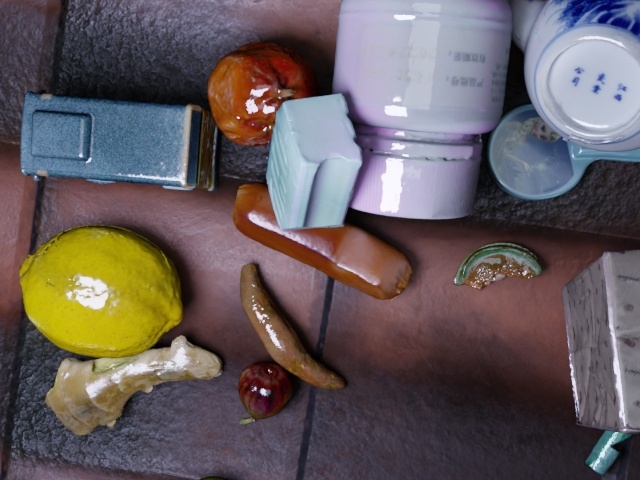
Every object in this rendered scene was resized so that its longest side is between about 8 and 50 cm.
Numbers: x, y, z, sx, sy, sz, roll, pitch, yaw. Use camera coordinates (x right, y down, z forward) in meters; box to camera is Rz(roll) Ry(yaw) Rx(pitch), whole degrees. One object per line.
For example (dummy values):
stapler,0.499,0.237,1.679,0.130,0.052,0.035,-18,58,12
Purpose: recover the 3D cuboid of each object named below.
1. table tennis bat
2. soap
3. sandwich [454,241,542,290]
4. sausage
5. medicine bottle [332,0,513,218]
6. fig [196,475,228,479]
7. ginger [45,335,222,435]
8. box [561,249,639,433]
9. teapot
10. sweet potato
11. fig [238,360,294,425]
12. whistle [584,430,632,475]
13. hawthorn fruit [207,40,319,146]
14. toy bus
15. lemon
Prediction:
table tennis bat,0.373,-0.136,1.164,0.237,0.038,0.149,0,88,7
soap,-0.016,-0.095,1.058,0.091,0.230,0.145,-7,61,-14
sandwich,0.270,0.038,1.185,0.135,0.029,0.067,-16,91,6
sausage,0.000,0.000,1.182,0.300,0.083,0.089,27,57,1
medicine bottle,0.135,-0.196,1.079,0.241,0.241,0.302,6,103,5
fig,-0.189,0.450,1.223,0.133,0.184,0.127,33,52,-27
ginger,-0.302,0.231,1.226,0.294,0.086,0.131,-13,94,2
box,0.450,0.140,1.023,0.190,0.297,0.225,-3,77,9
teapot,0.424,-0.262,1.060,0.424,0.280,0.252,28,135,21
sweet potato,-0.059,0.152,1.205,0.255,0.078,0.058,50,132,2
fig,-0.093,0.255,1.214,0.088,0.089,0.125,19,120,4
whistle,0.473,0.277,1.176,0.039,0.039,0.186,31,95,3
hawthorn fruit,-0.085,-0.219,1.131,0.173,0.179,0.174,0,91,12
toy bus,-0.304,-0.148,1.160,0.275,0.167,0.139,5,94,6
lemon,-0.331,0.078,1.158,0.260,0.204,0.204,16,95,0
